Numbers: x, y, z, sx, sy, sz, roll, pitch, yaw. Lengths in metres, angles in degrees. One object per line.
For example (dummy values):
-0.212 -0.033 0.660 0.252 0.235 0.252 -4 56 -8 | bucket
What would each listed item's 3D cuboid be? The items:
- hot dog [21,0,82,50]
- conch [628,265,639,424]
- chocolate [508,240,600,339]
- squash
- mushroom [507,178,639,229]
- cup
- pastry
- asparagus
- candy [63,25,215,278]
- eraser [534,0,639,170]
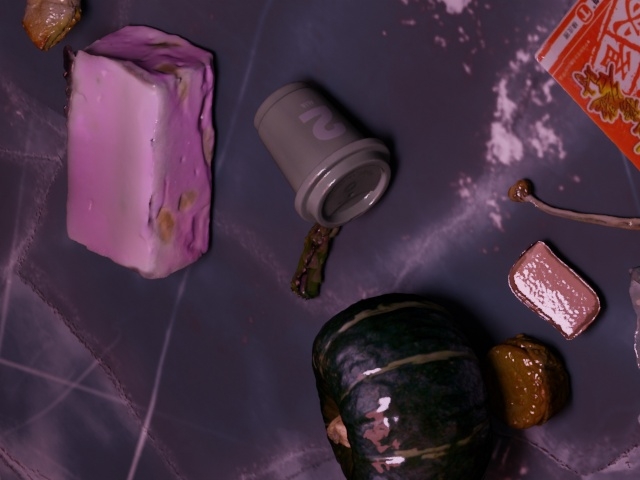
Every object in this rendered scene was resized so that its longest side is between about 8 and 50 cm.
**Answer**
-0.310 -0.302 2.262 0.078 0.061 0.169 4 86 31 | hot dog
0.380 0.154 1.814 0.220 0.195 0.277 22 148 56 | conch
0.244 0.050 1.969 0.101 0.031 0.064 40 113 15 | chocolate
0.085 0.180 2.036 0.252 0.165 0.252 168 90 -76 | squash
0.308 -0.020 1.892 0.286 0.028 0.026 16 77 34 | mushroom
-0.001 -0.097 2.066 0.141 0.120 0.120 53 135 28 | cup
0.213 0.150 2.023 0.097 0.057 0.109 49 132 14 | pastry
0.000 0.000 2.156 0.036 0.030 0.165 45 133 29 | asparagus
-0.210 -0.103 2.229 0.155 0.116 0.265 22 122 31 | candy
0.324 -0.147 1.805 0.230 0.038 0.157 49 133 14 | eraser
